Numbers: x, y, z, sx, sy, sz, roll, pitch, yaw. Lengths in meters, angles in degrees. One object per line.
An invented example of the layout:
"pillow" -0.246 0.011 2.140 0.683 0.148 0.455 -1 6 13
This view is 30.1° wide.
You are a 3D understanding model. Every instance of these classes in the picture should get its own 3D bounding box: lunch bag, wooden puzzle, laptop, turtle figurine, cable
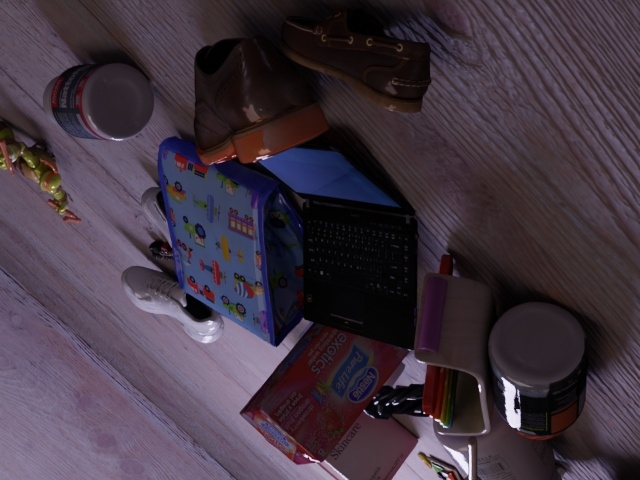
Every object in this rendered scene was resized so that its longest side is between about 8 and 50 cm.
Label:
"lunch bag" -0.130 -0.020 1.752 0.221 0.138 0.293 28 148 35
"wooden puzzle" 0.236 0.438 2.240 0.116 0.014 0.078 14 148 49
"laptop" 0.000 0.000 1.513 0.234 0.136 0.264 12 105 53
"turtle figurine" -0.549 -0.150 2.227 0.217 0.087 0.269 33 169 37
"cable" 0.155 0.234 1.808 0.150 0.047 0.184 -23 156 27

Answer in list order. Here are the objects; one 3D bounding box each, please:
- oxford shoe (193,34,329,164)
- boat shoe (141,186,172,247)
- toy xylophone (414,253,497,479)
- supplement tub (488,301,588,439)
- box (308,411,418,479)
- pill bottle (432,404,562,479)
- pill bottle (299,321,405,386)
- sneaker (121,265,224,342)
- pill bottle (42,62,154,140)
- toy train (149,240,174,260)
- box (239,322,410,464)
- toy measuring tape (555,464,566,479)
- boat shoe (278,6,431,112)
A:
"oxford shoe" -0.085 -0.167 1.360 0.133 0.130 0.363 68 165 -9
"boat shoe" -0.223 -0.018 1.994 0.184 0.066 0.063 55 157 -15
"toy xylophone" 0.175 0.178 1.506 0.081 0.236 0.323 4 147 13
"supplement tub" 0.266 0.165 1.452 0.117 0.117 0.190 29 158 25
"box" 0.038 0.360 2.217 0.232 0.148 0.127 41 160 -6
"pill bottle" 0.268 0.312 1.742 0.131 0.131 0.229 15 149 48
"pill bottle" 0.052 0.172 1.879 0.160 0.087 0.087 39 160 0
"sneaker" -0.287 0.106 2.351 0.232 0.090 0.115 28 152 4
"pill bottle" -0.325 -0.198 1.703 0.180 0.108 0.108 9 144 53
"toy train" -0.279 0.018 2.212 0.158 0.027 0.036 5 131 58
"box" 0.017 0.192 1.733 0.122 0.257 0.128 42 160 -5
"toy measuring tape" 0.347 0.514 1.850 0.121 0.121 0.330 9 112 54
"boat shoe" 0.035 -0.192 1.164 0.207 0.073 0.073 32 124 42
